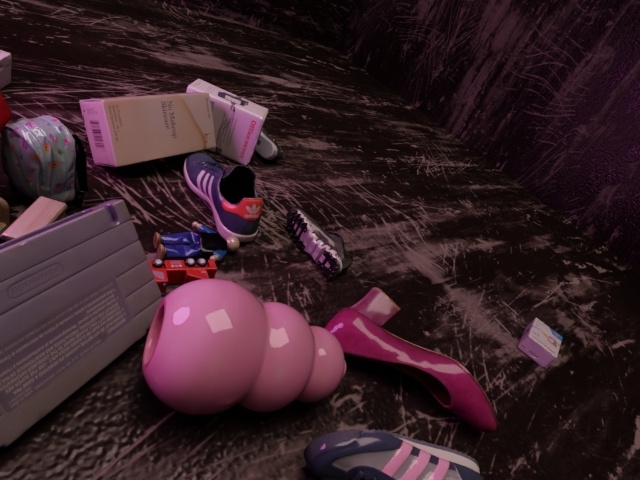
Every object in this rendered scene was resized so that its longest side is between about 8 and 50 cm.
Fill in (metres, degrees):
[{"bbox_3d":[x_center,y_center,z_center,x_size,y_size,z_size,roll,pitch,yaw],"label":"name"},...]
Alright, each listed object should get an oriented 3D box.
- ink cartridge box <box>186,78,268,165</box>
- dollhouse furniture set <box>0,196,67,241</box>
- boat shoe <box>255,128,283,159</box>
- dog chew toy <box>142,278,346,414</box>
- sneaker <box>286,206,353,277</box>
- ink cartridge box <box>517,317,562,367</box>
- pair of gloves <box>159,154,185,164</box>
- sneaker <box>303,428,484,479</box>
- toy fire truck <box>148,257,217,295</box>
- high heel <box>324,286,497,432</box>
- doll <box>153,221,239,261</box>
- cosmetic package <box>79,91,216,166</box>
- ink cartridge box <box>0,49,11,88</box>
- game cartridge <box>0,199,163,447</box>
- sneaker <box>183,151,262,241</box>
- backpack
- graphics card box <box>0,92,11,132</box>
[{"bbox_3d":[-0.303,-0.366,1.322,0.238,0.171,0.100,22,33,-8],"label":"ink cartridge box"},{"bbox_3d":[-0.552,-0.004,0.661,0.242,0.160,0.212,18,34,-14],"label":"dollhouse furniture set"},{"bbox_3d":[-0.205,-0.351,1.465,0.228,0.080,0.076,44,19,30],"label":"boat shoe"},{"bbox_3d":[-0.105,0.186,0.693,0.332,0.206,0.206,20,33,-26],"label":"dog chew toy"},{"bbox_3d":[0.000,0.000,1.123,0.106,0.078,0.234,-11,52,-47],"label":"sneaker"},{"bbox_3d":[0.612,0.283,1.178,0.089,0.052,0.123,40,36,18],"label":"ink cartridge box"},{"bbox_3d":[-0.425,-0.244,1.217,0.074,0.010,0.083,8,38,-27],"label":"pair of gloves"},{"bbox_3d":[0.128,0.384,0.648,0.320,0.112,0.131,17,32,-13],"label":"sneaker"},{"bbox_3d":[-0.245,0.097,0.840,0.192,0.047,0.135,1,42,-33],"label":"toy fire truck"},{"bbox_3d":[0.173,0.282,0.865,0.181,0.127,0.377,-39,71,-24],"label":"high heel"},{"bbox_3d":[-0.270,0.005,0.950,0.189,0.046,0.129,-1,43,-35],"label":"doll"},{"bbox_3d":[-0.438,-0.300,1.114,0.113,0.160,0.310,13,27,35],"label":"cosmetic package"},{"bbox_3d":[-0.938,-0.451,1.068,0.220,0.092,0.160,16,35,-16],"label":"ink cartridge box"},{"bbox_3d":[-0.383,0.107,0.587,0.068,0.229,0.355,2,24,25],"label":"game cartridge"},{"bbox_3d":[-0.244,-0.156,1.096,0.131,0.148,0.350,-8,46,-41],"label":"sneaker"},{"bbox_3d":[-0.556,-0.157,0.848,0.152,0.181,0.115,29,33,2],"label":"backpack"},{"bbox_3d":[-0.730,-0.154,0.667,0.372,0.094,0.232,-12,43,-8],"label":"graphics card box"}]
